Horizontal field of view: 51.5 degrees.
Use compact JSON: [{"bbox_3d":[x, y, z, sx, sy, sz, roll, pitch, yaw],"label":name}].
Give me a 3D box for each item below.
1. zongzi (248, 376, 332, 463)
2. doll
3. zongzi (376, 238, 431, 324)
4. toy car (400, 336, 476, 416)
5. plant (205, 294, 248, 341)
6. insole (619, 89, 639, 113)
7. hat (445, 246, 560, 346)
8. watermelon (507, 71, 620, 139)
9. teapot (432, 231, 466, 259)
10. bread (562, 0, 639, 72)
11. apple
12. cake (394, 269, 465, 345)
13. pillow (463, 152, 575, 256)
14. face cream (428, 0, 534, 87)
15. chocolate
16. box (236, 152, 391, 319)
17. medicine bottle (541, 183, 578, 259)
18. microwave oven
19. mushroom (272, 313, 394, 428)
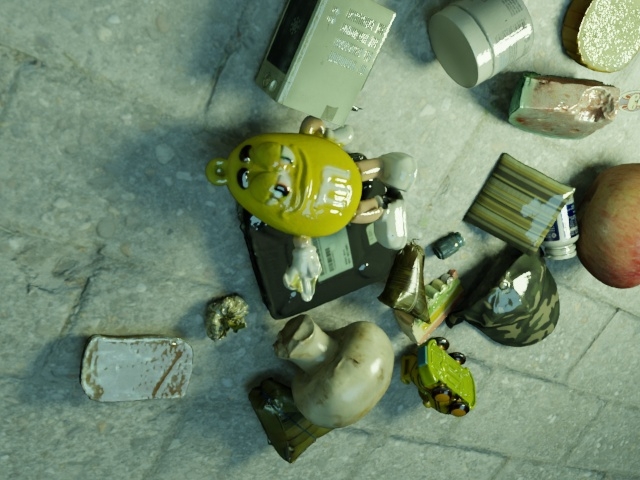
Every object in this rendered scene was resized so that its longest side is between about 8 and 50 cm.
[{"bbox_3d":[-0.032,0.431,1.793,0.289,0.123,0.260,-31,126,-19],"label":"zongzi"},{"bbox_3d":[0.012,-0.086,1.368,0.423,0.161,0.348,-28,100,-24],"label":"doll"},{"bbox_3d":[0.255,0.107,1.719,0.184,0.084,0.187,27,82,-33],"label":"zongzi"},{"bbox_3d":[0.338,0.406,1.924,0.142,0.200,0.248,-30,120,32],"label":"toy car"},{"bbox_3d":[-0.209,0.193,1.556,0.104,0.122,0.117,1,111,-40],"label":"plant"},{"bbox_3d":[0.889,-0.380,1.823,0.197,0.004,0.065,-4,120,-24],"label":"insole"},{"bbox_3d":[0.584,0.197,1.908,0.381,0.257,0.366,40,99,-18],"label":"hat"},{"bbox_3d":[0.580,-0.340,1.573,0.318,0.226,0.148,8,88,-42],"label":"watermelon"},{"bbox_3d":[0.345,0.021,1.766,0.083,0.049,0.063,-30,127,-8],"label":"teapot"},{"bbox_3d":[0.691,-0.521,1.598,0.236,0.070,0.236,-12,123,-19],"label":"bread"},{"bbox_3d":[0.832,-0.048,1.814,0.345,0.269,0.345,-39,154,-24],"label":"apple"},{"bbox_3d":[0.302,0.176,1.847,0.225,0.090,0.109,-42,128,-22],"label":"cake"},{"bbox_3d":[0.517,-0.093,1.732,0.208,0.052,0.212,29,108,4],"label":"pillow"},{"bbox_3d":[0.340,-0.437,1.406,0.153,0.177,0.177,-34,128,-7],"label":"face cream"},{"bbox_3d":[-0.426,0.281,1.522,0.254,0.080,0.157,5,101,-31],"label":"chocolate"},{"bbox_3d":[0.000,0.000,1.557,0.350,0.091,0.359,-22,128,-13],"label":"box"},{"bbox_3d":[0.637,-0.049,1.795,0.107,0.107,0.191,-16,101,-18],"label":"medicine bottle"},{"bbox_3d":[0.010,-0.374,1.301,0.194,0.145,0.240,12,112,-35],"label":"microwave oven"},{"bbox_3d":[0.025,0.299,1.648,0.297,0.297,0.290,-45,101,4],"label":"mushroom"}]
